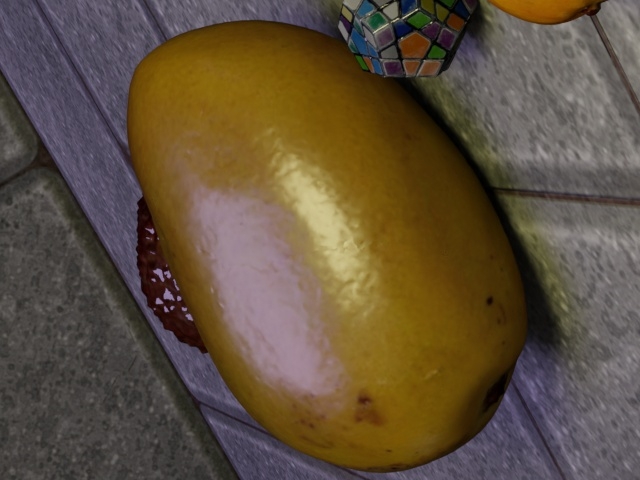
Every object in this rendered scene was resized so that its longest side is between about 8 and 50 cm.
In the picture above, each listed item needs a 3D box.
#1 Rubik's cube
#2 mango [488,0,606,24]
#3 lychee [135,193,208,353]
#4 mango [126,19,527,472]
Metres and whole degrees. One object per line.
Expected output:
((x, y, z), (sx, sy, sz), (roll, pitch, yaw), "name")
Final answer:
((0.068, -0.175, 1.471), (0.111, 0.111, 0.093), (48, -174, 29), "Rubik's cube")
((0.123, -0.226, 1.207), (0.145, 0.112, 0.219), (75, 168, -48), "mango")
((-0.061, -0.001, 1.910), (0.260, 0.260, 0.261), (50, 162, 22), "lychee")
((0.000, 0.000, 1.676), (0.300, 0.232, 0.446), (-35, 90, 32), "mango")
